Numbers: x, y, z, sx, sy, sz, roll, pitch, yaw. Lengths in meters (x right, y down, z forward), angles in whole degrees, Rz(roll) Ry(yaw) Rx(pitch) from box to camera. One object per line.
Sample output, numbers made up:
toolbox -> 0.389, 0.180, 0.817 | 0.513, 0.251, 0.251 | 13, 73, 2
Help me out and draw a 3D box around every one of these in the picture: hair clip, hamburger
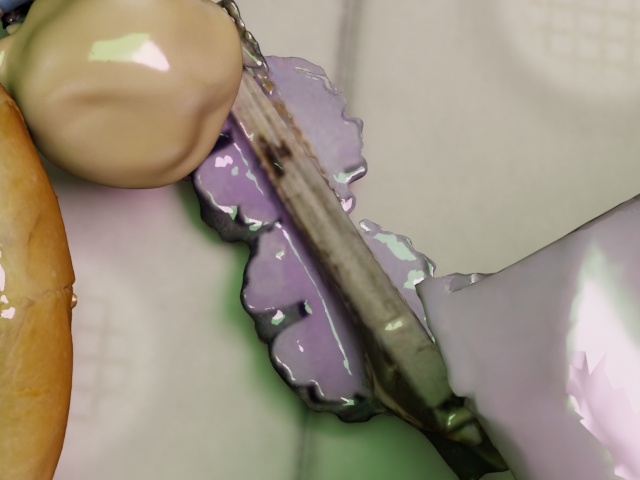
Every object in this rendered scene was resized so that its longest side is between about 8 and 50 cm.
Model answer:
hair clip -> 0.000, 0.000, 0.984 | 0.106, 0.084, 0.292 | -28, 72, -10
hamburger -> -0.184, 0.036, 0.879 | 0.144, 0.157, 0.283 | -10, 94, -50

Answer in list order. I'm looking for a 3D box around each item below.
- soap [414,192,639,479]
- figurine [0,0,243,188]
soap -> 0.285, 0.135, 0.798 | 0.213, 0.350, 0.435 | -34, 80, 29
figurine -> -0.125, -0.106, 0.968 | 0.196, 0.114, 0.108 | 41, 99, 34
